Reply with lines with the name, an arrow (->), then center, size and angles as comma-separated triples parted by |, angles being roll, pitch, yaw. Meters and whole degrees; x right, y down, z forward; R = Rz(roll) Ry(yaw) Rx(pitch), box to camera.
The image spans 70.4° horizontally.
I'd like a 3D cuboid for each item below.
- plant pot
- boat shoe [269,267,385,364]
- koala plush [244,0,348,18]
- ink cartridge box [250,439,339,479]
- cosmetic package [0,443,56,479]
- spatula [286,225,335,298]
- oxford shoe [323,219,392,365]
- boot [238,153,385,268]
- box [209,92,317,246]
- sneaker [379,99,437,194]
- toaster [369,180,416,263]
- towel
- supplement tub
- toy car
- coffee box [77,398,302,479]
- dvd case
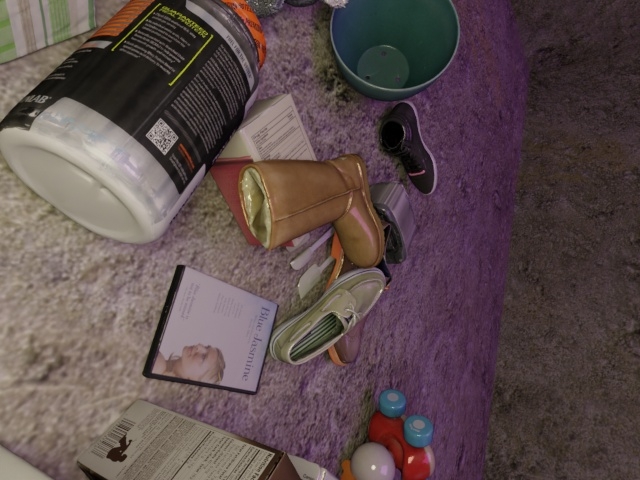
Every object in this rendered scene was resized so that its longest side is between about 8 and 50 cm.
plant pot -> 0.166, -0.460, 1.103 | 0.195, 0.289, 0.291 | 89, 6, -83
boat shoe -> 0.034, 0.161, 0.942 | 0.302, 0.094, 0.109 | -35, 112, -21
koala plush -> -0.063, -0.497, 0.833 | 0.221, 0.196, 0.204 | -17, 132, -56
ink cartridge box -> -0.031, 0.505, 0.858 | 0.273, 0.196, 0.114 | 57, 47, -36
cosmetic package -> -0.276, 0.439, 0.351 | 0.329, 0.393, 0.328 | -38, 120, -48
spatula -> 0.000, 0.000, 1.052 | 0.242, 0.019, 0.168 | -43, 123, -45
oxford shoe -> 0.092, 0.122, 1.074 | 0.129, 0.132, 0.365 | 5, 90, -58
boot -> -0.007, -0.030, 0.779 | 0.269, 0.089, 0.237 | -23, 99, -50
box -> -0.095, -0.122, 0.827 | 0.149, 0.126, 0.233 | -50, 128, -39
sneaker -> 0.253, -0.250, 1.337 | 0.147, 0.104, 0.296 | -42, 117, -44
toaster -> 0.168, -0.057, 1.195 | 0.146, 0.129, 0.227 | -55, 130, -43
towel -> -0.333, -0.281, 0.534 | 0.023, 0.113, 0.152 | 37, 50, 3
supplement tub -> -0.214, -0.181, 0.596 | 0.207, 0.206, 0.338 | 54, 50, -39
toy car -> 0.145, 0.547, 1.157 | 0.237, 0.210, 0.220 | -13, 117, -25
coffee box -> -0.158, 0.337, 0.597 | 0.119, 0.296, 0.168 | -47, 127, -43
dvd case -> -0.178, 0.168, 0.803 | 0.253, 0.022, 0.181 | 34, 63, -49
